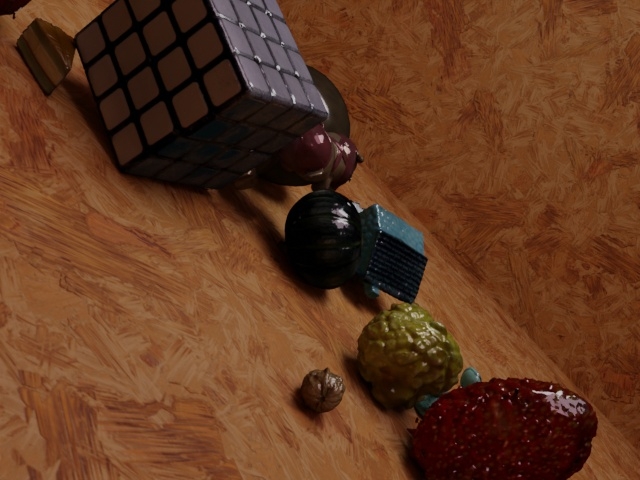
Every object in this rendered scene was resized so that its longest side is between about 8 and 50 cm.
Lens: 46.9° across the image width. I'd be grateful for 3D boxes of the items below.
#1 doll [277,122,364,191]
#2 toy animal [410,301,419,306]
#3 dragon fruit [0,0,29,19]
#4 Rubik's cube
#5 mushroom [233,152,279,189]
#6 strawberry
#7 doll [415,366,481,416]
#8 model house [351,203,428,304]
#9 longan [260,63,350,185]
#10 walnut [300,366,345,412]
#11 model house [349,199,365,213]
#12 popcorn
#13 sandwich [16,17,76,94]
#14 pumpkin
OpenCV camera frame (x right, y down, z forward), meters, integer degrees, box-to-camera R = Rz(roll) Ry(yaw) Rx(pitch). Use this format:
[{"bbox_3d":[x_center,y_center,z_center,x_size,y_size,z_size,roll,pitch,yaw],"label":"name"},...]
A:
[{"bbox_3d":[-0.018,-0.214,1.793,0.196,0.152,0.256,45,13,25],"label":"doll"},{"bbox_3d":[0.211,0.264,1.886,0.255,0.114,0.116,-92,179,-61],"label":"toy animal"},{"bbox_3d":[-0.644,-0.547,1.396,0.244,0.244,0.299,43,11,-11],"label":"dragon fruit"},{"bbox_3d":[-0.244,-0.339,1.550,0.344,0.337,0.344,1,62,-64],"label":"Rubik's cube"},{"bbox_3d":[-0.192,-0.214,1.816,0.207,0.207,0.215,32,38,-42],"label":"mushroom"},{"bbox_3d":[0.351,0.386,1.458,0.292,0.343,0.292,25,34,-19],"label":"strawberry"},{"bbox_3d":[0.318,0.369,1.751,0.159,0.158,0.059,28,14,-34],"label":"doll"},{"bbox_3d":[0.162,0.079,2.049,0.261,0.226,0.241,27,44,-41],"label":"model house"},{"bbox_3d":[-0.098,-0.337,2.085,0.404,0.336,0.404,33,25,-17],"label":"longan"},{"bbox_3d":[0.004,0.269,1.328,0.079,0.082,0.096,16,9,2],"label":"walnut"},{"bbox_3d":[0.047,-0.043,2.188,0.148,0.148,0.119,12,63,-29],"label":"model house"},{"bbox_3d":[0.195,0.272,1.635,0.237,0.251,0.206,-19,35,-36],"label":"popcorn"},{"bbox_3d":[-0.524,-0.357,1.495,0.163,0.079,0.113,53,17,23],"label":"sandwich"},{"bbox_3d":[0.000,0.000,1.790,0.250,0.216,0.250,-10,90,-76],"label":"pumpkin"}]
